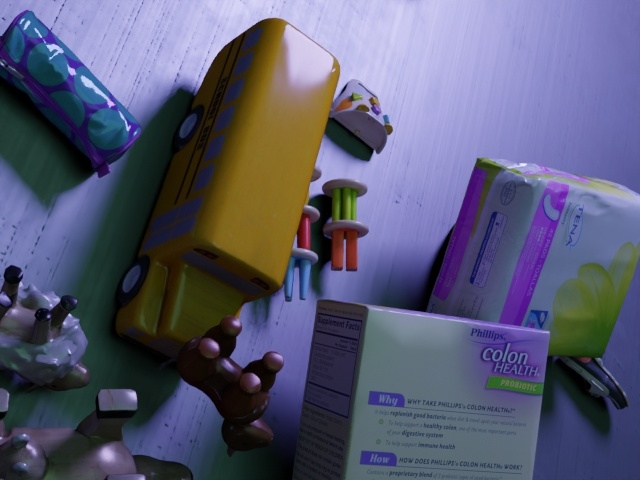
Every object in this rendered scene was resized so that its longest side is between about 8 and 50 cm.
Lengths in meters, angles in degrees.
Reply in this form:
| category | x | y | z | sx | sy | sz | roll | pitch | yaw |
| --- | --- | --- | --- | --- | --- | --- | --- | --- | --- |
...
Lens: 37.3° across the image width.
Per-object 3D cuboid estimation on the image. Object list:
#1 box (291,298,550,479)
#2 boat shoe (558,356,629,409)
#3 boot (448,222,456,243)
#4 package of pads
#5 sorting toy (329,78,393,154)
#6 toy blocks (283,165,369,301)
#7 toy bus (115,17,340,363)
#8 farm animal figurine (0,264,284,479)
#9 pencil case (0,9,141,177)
| category | x | y | z | sx | sy | sz | roll | pitch | yaw |
| --- | --- | --- | --- | --- | --- | --- | --- | --- | --- |
| box | 0.096 | 0.193 | 0.948 | 0.213 | 0.117 | 0.243 | 9 | 87 | -24 |
| boat shoe | 0.383 | 0.192 | 1.323 | 0.043 | 0.049 | 0.137 | -40 | 112 | 3 |
| boot | 0.251 | -0.011 | 1.242 | 0.219 | 0.082 | 0.106 | -36 | 99 | -44 |
| package of pads | 0.277 | 0.024 | 1.175 | 0.296 | 0.101 | 0.229 | 8 | 103 | -43 |
| sorting toy | 0.055 | -0.160 | 1.151 | 0.083 | 0.045 | 0.075 | 34 | 37 | -29 |
| toy blocks | 0.000 | 0.000 | 1.036 | 0.123 | 0.054 | 0.148 | 17 | 66 | -37 |
| toy bus | -0.084 | -0.046 | 0.923 | 0.108 | 0.130 | 0.332 | 32 | 58 | -30 |
| farm animal figurine | -0.169 | 0.216 | 0.745 | 0.327 | 0.172 | 0.330 | 20 | 50 | -16 |
| pencil case | -0.234 | -0.133 | 0.864 | 0.151 | 0.064 | 0.070 | 46 | 36 | -20 |
